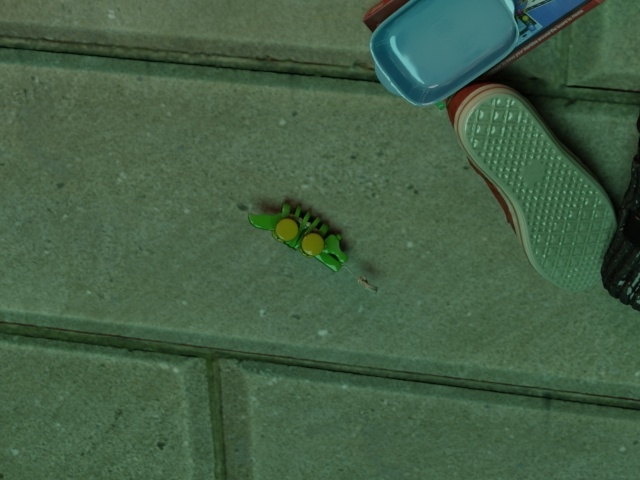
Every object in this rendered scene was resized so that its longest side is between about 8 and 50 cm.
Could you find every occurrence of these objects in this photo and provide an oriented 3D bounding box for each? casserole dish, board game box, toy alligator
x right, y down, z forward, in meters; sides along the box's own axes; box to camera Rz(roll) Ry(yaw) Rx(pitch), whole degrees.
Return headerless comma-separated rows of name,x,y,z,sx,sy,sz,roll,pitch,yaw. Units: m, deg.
casserole dish,0.142,-0.231,1.921,0.188,0.037,0.114,-34,100,32
board game box,0.198,-0.274,1.924,0.281,0.027,0.145,-33,107,31
toy alligator,0.000,0.000,2.148,0.190,0.056,0.051,29,85,-4

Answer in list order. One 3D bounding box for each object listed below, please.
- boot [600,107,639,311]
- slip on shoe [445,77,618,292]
boot,0.503,-0.022,1.936,0.348,0.131,0.260,14,119,19
slip on shoe,0.251,-0.068,2.007,0.123,0.101,0.331,-37,122,4
